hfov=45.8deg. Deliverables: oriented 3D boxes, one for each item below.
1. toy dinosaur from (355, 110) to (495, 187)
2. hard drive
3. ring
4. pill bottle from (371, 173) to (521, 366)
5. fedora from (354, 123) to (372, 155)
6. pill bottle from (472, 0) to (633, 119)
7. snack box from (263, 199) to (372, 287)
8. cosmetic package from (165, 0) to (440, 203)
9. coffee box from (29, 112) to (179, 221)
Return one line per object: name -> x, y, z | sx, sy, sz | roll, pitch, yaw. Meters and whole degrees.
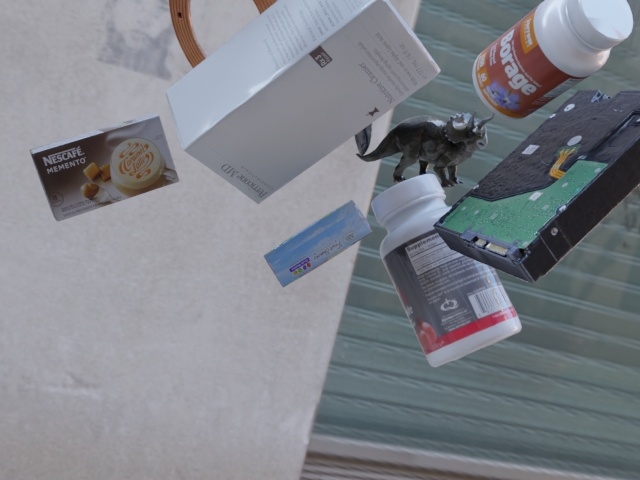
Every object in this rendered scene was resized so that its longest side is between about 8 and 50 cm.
toy dinosaur -> 0.227, -0.196, 1.579 | 0.314, 0.160, 0.121 | 11, 15, 37
hard drive -> 0.352, -0.092, 1.117 | 0.064, 0.339, 0.237 | 51, -9, -21
ring -> -0.188, -0.446, 1.579 | 0.337, 0.336, 0.032 | 15, 38, 35
pill bottle -> 0.212, 0.049, 1.351 | 0.176, 0.318, 0.176 | -22, -13, -5
fedora -> 0.024, -0.322, 1.553 | 0.153, 0.333, 0.334 | -1, -1, 8
pill bottle -> 0.322, -0.266, 1.063 | 0.121, 0.121, 0.216 | 14, -23, -21
snack box -> 0.000, 0.000, 1.319 | 0.070, 0.175, 0.207 | 58, 5, -2
cosmetic package -> -0.034, -0.255, 1.232 | 0.217, 0.385, 0.156 | 34, 25, -50
coffee box -> -0.420, -0.146, 1.478 | 0.247, 0.141, 0.098 | -20, 19, -19
